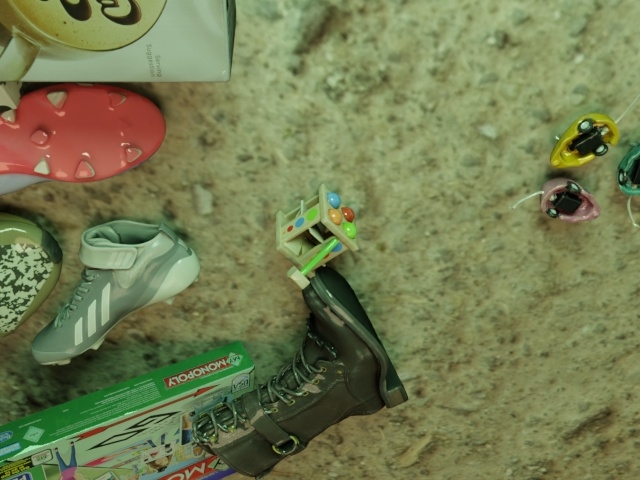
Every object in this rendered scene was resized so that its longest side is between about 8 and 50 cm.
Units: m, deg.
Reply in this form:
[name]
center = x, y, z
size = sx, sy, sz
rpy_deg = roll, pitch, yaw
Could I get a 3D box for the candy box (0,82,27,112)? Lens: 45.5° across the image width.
[candy box]
center = -0.355, -0.147, 0.549
size = 0.233, 0.071, 0.159
rpy_deg = -12, 133, 8

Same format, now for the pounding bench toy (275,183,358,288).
[pounding bench toy]
center = 0.000, 0.000, 0.708
size = 0.065, 0.083, 0.052
rpy_deg = -31, 128, 23

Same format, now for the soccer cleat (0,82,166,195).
[soccer cleat]
center = -0.253, -0.074, 0.634
size = 0.248, 0.095, 0.083
rpy_deg = -17, 102, -8

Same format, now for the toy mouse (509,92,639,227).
[toy mouse]
center = 0.260, -0.060, 0.710
size = 0.161, 0.031, 0.143
rpy_deg = -36, 125, 26

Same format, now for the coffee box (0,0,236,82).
[coffee box]
center = -0.139, -0.249, 0.440
size = 0.168, 0.119, 0.297
rpy_deg = 0, 133, -3

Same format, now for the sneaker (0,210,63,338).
[sneaker]
center = -0.404, 0.130, 0.672
size = 0.410, 0.182, 0.158
rpy_deg = -33, 132, -8

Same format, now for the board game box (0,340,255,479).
[board game box]
center = -0.228, 0.244, 0.854
size = 0.317, 0.046, 0.213
rpy_deg = -18, 138, -25

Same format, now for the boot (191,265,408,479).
[boot]
center = -0.036, 0.161, 0.818
size = 0.229, 0.091, 0.263
rpy_deg = -27, 133, 1

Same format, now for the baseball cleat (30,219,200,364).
[baseball cleat]
center = -0.221, 0.044, 0.751
size = 0.206, 0.072, 0.109
rpy_deg = -31, 123, 10
